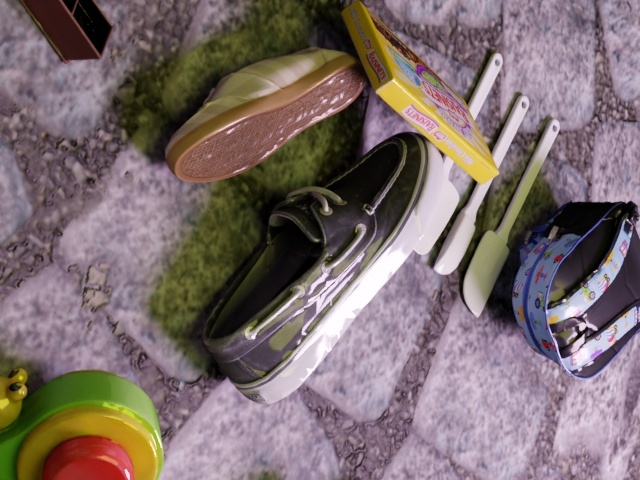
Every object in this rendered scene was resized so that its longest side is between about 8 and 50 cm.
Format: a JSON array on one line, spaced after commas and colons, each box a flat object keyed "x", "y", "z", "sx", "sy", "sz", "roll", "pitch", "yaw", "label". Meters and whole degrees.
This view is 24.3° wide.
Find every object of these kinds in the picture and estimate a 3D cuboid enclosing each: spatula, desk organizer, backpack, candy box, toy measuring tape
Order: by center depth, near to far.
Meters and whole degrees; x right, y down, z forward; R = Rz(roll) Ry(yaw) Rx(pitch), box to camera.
[{"x": -0.205, "y": -0.201, "z": 1.146, "sx": 0.047, "sy": 0.050, "sz": 0.130, "roll": -51, "pitch": 125, "yaw": -27, "label": "desk organizer"}, {"x": -0.136, "y": 0.194, "z": 1.179, "sx": 0.330, "sy": 0.121, "sz": 0.121, "roll": 39, "pitch": 67, "yaw": -26, "label": "toy measuring tape"}, {"x": 0.095, "y": -0.135, "z": 1.389, "sx": 0.206, "sy": 0.027, "sz": 0.105, "roll": 34, "pitch": 30, "yaw": -50, "label": "candy box"}, {"x": 0.171, "y": -0.064, "z": 1.534, "sx": 0.168, "sy": 0.019, "sz": 0.242, "roll": 42, "pitch": 66, "yaw": -36, "label": "spatula"}, {"x": 0.268, "y": 0.057, "z": 1.568, "sx": 0.173, "sy": 0.117, "sz": 0.158, "roll": -41, "pitch": 120, "yaw": -34, "label": "backpack"}]

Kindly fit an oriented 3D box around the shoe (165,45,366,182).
[{"x": -0.055, "y": -0.115, "z": 1.298, "sx": 0.219, "sy": 0.058, "sz": 0.076, "roll": -30, "pitch": 149, "yaw": -34, "label": "shoe"}]

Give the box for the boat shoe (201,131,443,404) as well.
[{"x": 0.000, "y": 0.000, "z": 1.327, "sx": 0.301, "sy": 0.108, "sz": 0.102, "roll": -52, "pitch": 126, "yaw": -19, "label": "boat shoe"}]
